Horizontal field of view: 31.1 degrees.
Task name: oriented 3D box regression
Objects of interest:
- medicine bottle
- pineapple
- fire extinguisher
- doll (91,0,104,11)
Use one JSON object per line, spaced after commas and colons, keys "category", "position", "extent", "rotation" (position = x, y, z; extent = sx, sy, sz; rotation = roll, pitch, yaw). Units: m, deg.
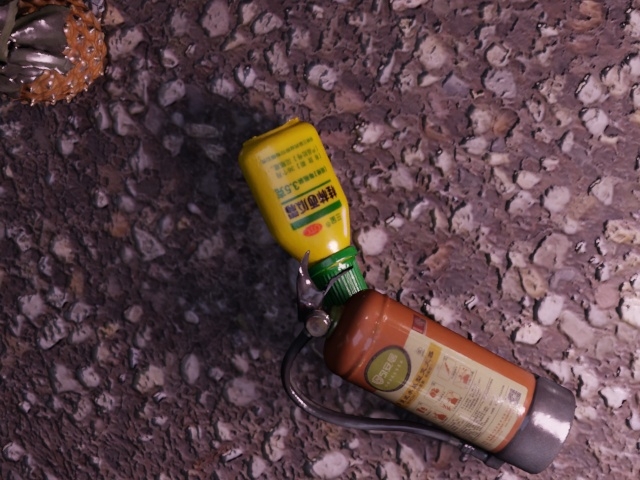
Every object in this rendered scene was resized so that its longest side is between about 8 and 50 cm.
{"category": "medicine bottle", "position": [0.000, 0.000, 1.452], "extent": [0.111, 0.076, 0.309], "rotation": [-26, 96, -17]}
{"category": "pineapple", "position": [-0.371, -0.230, 1.367], "extent": [0.166, 0.364, 0.165], "rotation": [1, 99, 7]}
{"category": "fire extinguisher", "position": [0.103, 0.176, 1.383], "extent": [0.376, 0.113, 0.200], "rotation": [29, 98, -6]}
{"category": "doll", "position": [-0.304, -0.348, 1.508], "extent": [0.057, 0.039, 0.114], "rotation": [-14, 77, -19]}
